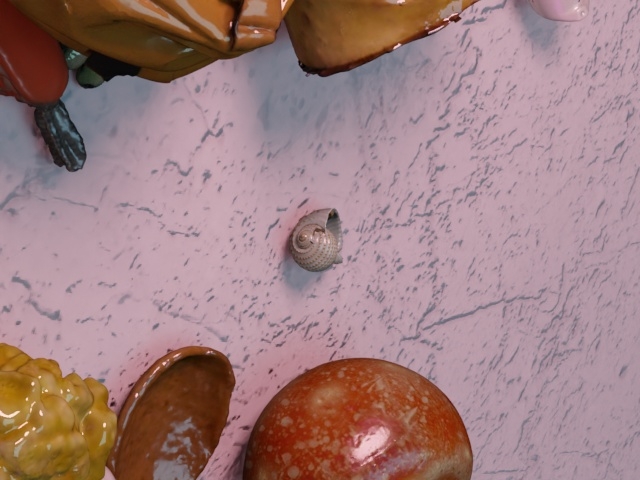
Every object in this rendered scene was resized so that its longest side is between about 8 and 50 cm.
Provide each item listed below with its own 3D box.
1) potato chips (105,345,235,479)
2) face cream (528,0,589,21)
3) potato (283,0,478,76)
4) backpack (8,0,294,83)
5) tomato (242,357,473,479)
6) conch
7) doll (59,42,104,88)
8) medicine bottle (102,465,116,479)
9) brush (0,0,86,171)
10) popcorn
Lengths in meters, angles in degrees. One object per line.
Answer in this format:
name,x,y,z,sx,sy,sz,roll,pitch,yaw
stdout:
potato chips,-0.169,0.204,1.457,0.150,0.049,0.202,7,100,-43
face cream,0.244,-0.412,1.596,0.102,0.102,0.346,-44,133,-24
potato,0.057,-0.334,1.351,0.301,0.288,0.237,-31,110,-13
backpack,-0.130,-0.322,1.120,0.353,0.201,0.378,40,71,-27
tomato,0.032,0.257,1.559,0.270,0.222,0.270,-29,144,-24
conch,-0.004,-0.001,1.540,0.085,0.056,0.076,60,39,-73
doll,-0.185,-0.211,1.270,0.150,0.077,0.115,-46,137,0
medicine bottle,-0.230,0.346,1.385,0.144,0.144,0.252,-40,133,-27
brush,-0.281,-0.192,1.194,0.070,0.051,0.323,-45,129,-33
popcorn,-0.299,0.201,1.230,0.235,0.181,0.217,-18,119,-35
